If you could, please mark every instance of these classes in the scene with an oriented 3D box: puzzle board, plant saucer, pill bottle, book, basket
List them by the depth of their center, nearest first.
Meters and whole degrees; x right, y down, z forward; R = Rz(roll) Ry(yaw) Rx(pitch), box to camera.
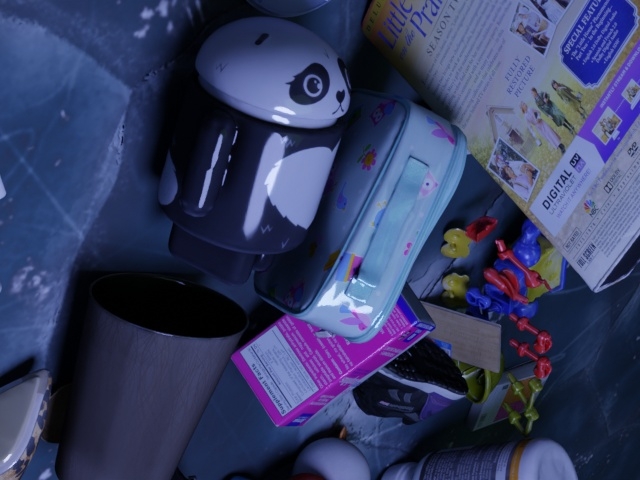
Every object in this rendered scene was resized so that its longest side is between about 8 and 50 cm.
[{"bbox_3d":[-0.199,0.170,1.471,0.204,0.154,0.227,-3,118,-54],"label":"basket"},{"bbox_3d":[-0.290,0.193,1.517,0.083,0.015,0.083,-28,136,-30],"label":"plant saucer"},{"bbox_3d":[0.198,0.136,1.908,0.011,0.128,0.096,-54,150,-39],"label":"puzzle board"},{"bbox_3d":[0.235,0.388,2.000,0.162,0.278,0.162,21,62,-49],"label":"pill bottle"},{"bbox_3d":[0.308,0.257,2.192,0.144,0.035,0.096,-11,130,-41],"label":"book"}]

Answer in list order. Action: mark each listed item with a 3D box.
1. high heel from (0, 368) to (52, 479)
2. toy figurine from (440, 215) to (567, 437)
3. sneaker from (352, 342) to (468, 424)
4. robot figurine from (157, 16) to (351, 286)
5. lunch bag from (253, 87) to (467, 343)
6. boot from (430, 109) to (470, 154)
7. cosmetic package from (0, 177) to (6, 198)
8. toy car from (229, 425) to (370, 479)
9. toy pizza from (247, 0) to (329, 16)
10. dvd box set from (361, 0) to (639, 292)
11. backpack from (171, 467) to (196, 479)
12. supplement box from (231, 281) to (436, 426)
[{"bbox_3d":[-0.360,0.265,1.469,0.261,0.093,0.186,-55,162,-12],"label":"high heel"},{"bbox_3d":[0.318,0.082,1.946,0.217,0.191,0.363,-36,141,-29],"label":"toy figurine"},{"bbox_3d":[0.081,0.195,1.846,0.124,0.107,0.283,-41,135,20],"label":"sneaker"},{"bbox_3d":[-0.069,-0.094,1.392,0.173,0.209,0.278,10,114,-19],"label":"robot figurine"},{"bbox_3d":[0.042,-0.024,1.476,0.107,0.224,0.279,25,89,-27],"label":"lunch bag"},{"bbox_3d":[0.204,-0.194,1.689,0.258,0.095,0.123,-26,130,-44],"label":"boot"},{"bbox_3d":[-0.403,-0.043,1.156,0.231,0.085,0.117,-34,139,-27],"label":"cosmetic package"},{"bbox_3d":[0.004,0.370,1.866,0.238,0.219,0.210,-58,155,-46],"label":"toy car"},{"bbox_3d":[-0.019,-0.329,1.379,0.201,0.032,0.201,-26,135,-30],"label":"toy pizza"},{"bbox_3d":[0.231,-0.196,1.369,0.062,0.420,0.308,-21,151,-36],"label":"dvd box set"},{"bbox_3d":[-0.204,0.345,1.672,0.105,0.084,0.114,-32,133,-25],"label":"backpack"},{"bbox_3d":[0.017,0.124,1.641,0.220,0.114,0.111,-36,165,10],"label":"supplement box"}]
